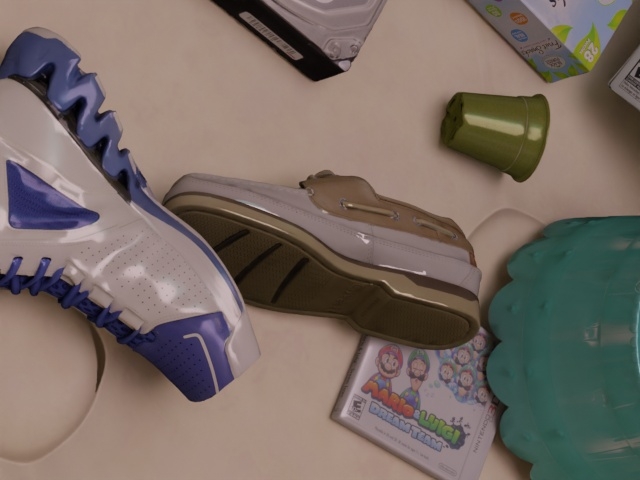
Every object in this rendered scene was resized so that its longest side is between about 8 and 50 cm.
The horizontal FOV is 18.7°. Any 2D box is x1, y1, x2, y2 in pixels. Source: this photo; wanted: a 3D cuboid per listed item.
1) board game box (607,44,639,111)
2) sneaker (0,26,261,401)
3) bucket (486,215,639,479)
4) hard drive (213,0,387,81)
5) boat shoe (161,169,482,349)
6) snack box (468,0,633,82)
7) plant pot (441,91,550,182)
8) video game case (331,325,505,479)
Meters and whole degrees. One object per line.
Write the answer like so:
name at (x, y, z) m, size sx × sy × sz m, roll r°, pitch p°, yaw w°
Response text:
board game box at (0.448, -0.194, 1.791) m, size 0.224 × 0.097 × 0.303 m, roll 40°, pitch 102°, yaw 13°
sneaker at (-0.205, 0.011, 1.504) m, size 0.182 × 0.127 × 0.315 m, roll -37°, pitch 96°, yaw -26°
bucket at (0.306, 0.104, 1.745) m, size 0.281 × 0.183 × 0.281 m, roll 5°, pitch 81°, yaw -36°
hard drive at (-0.001, -0.341, 1.698) m, size 0.237 × 0.064 × 0.339 m, roll 38°, pitch 65°, yaw -22°
boat shoe at (0.000, 0.000, 1.639) m, size 0.302 × 0.113 × 0.103 m, roll 22°, pitch 53°, yaw -27°
snack box at (0.205, -0.280, 1.810) m, size 0.207 × 0.070 × 0.174 m, roll 42°, pitch 65°, yaw -21°
plant pot at (0.154, -0.102, 1.760) m, size 0.079 × 0.083 × 0.083 m, roll 13°, pitch 77°, yaw -16°
video game case at (0.098, 0.128, 1.724) m, size 0.157 × 0.019 × 0.143 m, roll 32°, pitch 69°, yaw -24°
